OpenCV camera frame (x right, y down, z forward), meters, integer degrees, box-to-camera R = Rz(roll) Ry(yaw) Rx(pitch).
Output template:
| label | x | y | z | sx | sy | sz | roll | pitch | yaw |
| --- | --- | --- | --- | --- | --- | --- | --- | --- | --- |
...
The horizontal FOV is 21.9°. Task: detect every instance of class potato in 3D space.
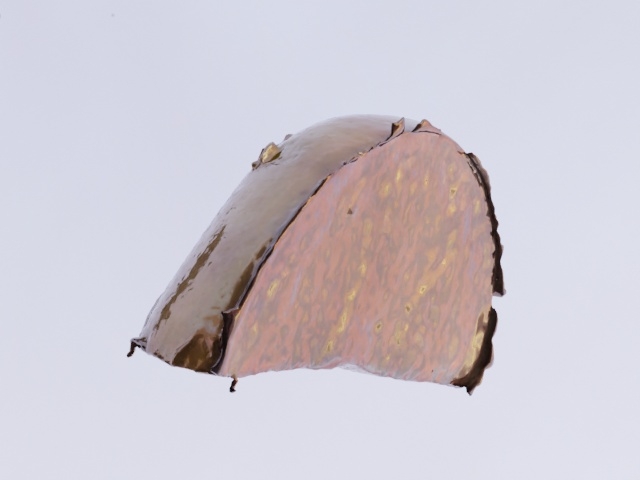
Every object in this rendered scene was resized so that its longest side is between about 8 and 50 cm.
| label | x | y | z | sx | sy | sz | roll | pitch | yaw |
| --- | --- | --- | --- | --- | --- | --- | --- | --- | --- |
| potato | 0.000 | 0.000 | 0.815 | 0.098 | 0.243 | 0.138 | 15 | -87 | 33 |
